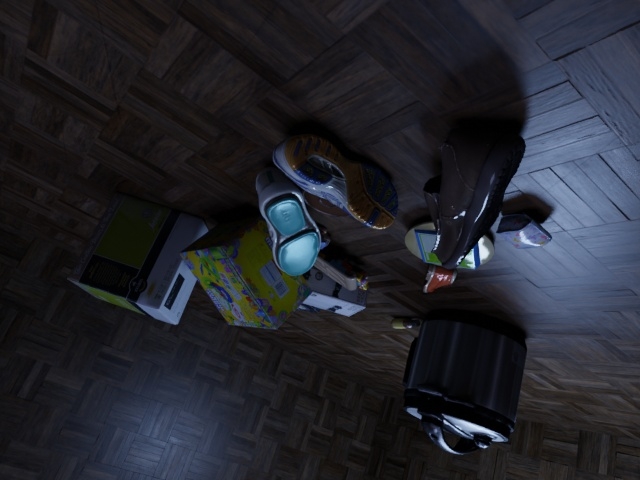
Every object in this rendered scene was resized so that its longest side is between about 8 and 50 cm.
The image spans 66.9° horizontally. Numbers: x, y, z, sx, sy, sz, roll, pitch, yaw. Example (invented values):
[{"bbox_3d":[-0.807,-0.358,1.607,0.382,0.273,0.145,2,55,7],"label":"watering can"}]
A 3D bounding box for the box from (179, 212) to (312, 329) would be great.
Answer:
[{"bbox_3d":[-0.229,0.098,1.466,0.279,0.177,0.290,-7,119,50],"label":"box"}]

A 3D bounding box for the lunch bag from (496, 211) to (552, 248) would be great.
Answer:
[{"bbox_3d":[0.411,-0.020,0.969,0.071,0.053,0.083,31,165,-21],"label":"lunch bag"}]

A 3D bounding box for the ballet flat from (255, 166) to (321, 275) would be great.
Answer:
[{"bbox_3d":[-0.083,-0.048,1.233,0.139,0.139,0.400,14,154,14],"label":"ballet flat"}]

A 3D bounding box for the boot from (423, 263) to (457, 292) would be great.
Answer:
[{"bbox_3d":[0.330,0.110,1.338,0.084,0.059,0.158,11,156,8],"label":"boot"}]

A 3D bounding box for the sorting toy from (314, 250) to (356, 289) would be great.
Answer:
[{"bbox_3d":[0.022,0.079,1.485,0.208,0.038,0.193,29,169,12],"label":"sorting toy"}]

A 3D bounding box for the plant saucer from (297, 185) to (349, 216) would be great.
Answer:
[{"bbox_3d":[0.021,-0.100,1.141,0.168,0.029,0.168,18,158,7],"label":"plant saucer"}]

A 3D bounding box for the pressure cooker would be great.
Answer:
[{"bbox_3d":[0.470,0.486,1.614,0.370,0.420,0.375,19,159,0],"label":"pressure cooker"}]

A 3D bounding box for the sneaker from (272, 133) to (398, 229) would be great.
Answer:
[{"bbox_3d":[0.035,-0.126,1.003,0.296,0.112,0.131,34,171,-28],"label":"sneaker"}]

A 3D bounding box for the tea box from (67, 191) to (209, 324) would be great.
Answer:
[{"bbox_3d":[-0.584,0.063,1.625,0.323,0.329,0.220,18,159,6],"label":"tea box"}]

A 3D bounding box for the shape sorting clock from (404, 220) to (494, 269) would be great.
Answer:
[{"bbox_3d":[0.303,0.010,1.143,0.206,0.040,0.206,17,154,9],"label":"shape sorting clock"}]

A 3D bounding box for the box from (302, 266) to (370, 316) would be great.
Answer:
[{"bbox_3d":[0.003,0.169,1.658,0.290,0.087,0.169,18,156,-13],"label":"box"}]

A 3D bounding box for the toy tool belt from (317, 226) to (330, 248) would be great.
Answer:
[{"bbox_3d":[0.000,0.000,1.359,0.052,0.051,0.083,19,158,2],"label":"toy tool belt"}]

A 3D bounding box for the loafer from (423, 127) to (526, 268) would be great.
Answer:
[{"bbox_3d":[0.260,-0.080,0.893,0.130,0.134,0.366,37,154,22],"label":"loafer"}]

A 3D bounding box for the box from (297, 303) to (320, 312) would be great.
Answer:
[{"bbox_3d":[-0.101,0.213,1.909,0.180,0.077,0.147,6,155,31],"label":"box"}]

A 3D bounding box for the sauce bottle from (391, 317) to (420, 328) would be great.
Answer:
[{"bbox_3d":[0.325,0.315,1.840,0.042,0.042,0.128,32,156,-29],"label":"sauce bottle"}]

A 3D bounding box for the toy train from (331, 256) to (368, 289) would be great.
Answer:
[{"bbox_3d":[0.103,0.097,1.519,0.125,0.046,0.166,33,170,20],"label":"toy train"}]
